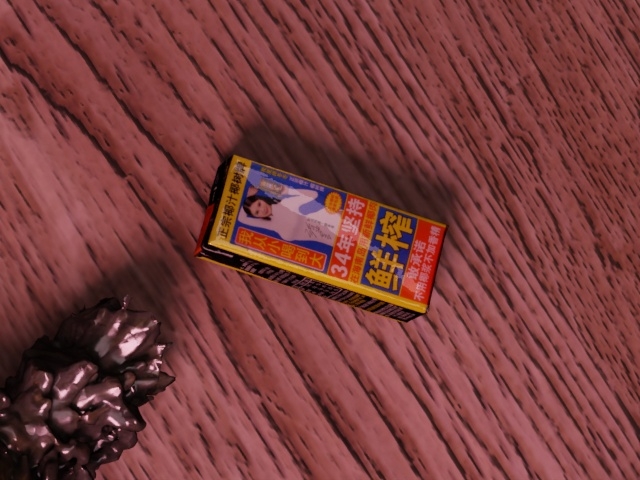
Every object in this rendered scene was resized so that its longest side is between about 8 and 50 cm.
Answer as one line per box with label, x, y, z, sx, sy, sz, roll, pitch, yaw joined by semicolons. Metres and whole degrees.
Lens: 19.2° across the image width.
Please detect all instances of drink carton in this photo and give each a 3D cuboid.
drink carton;0.000;0.000;1.336;0.165;0.056;0.071;18;72;-12

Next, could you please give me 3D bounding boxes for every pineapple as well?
pineapple;-0.236;0.172;1.198;0.202;0.202;0.362;43;65;-7
